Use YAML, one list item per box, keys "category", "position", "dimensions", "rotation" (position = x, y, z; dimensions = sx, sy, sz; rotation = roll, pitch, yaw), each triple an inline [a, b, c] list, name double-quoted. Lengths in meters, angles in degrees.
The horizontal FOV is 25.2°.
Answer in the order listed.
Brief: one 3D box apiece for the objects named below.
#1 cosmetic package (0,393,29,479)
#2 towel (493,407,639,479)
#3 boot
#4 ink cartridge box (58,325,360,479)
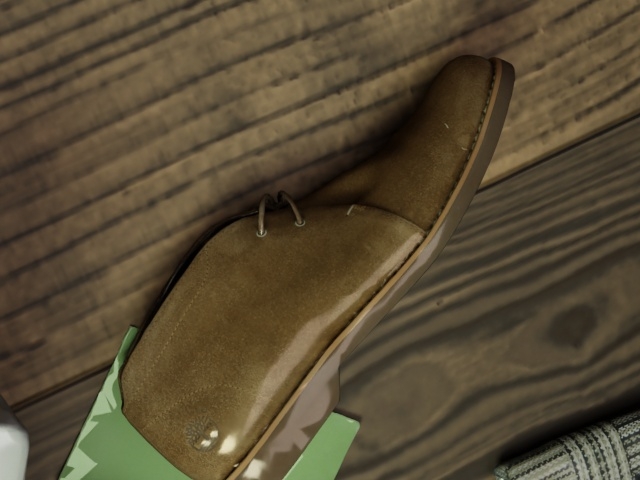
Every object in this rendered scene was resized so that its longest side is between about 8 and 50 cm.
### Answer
- category: "cosmetic package"
  position: [-0.262, 0.274, 0.694]
  dimensions: [0.161, 0.230, 0.453]
  rotation: [6, 98, -23]
- category: "towel"
  position: [0.286, 0.254, 1.000]
  dimensions: [0.312, 0.056, 0.324]
  rotation: [-17, 106, -18]
- category: "boot"
  position: [0.000, 0.000, 0.821]
  dimensions: [0.115, 0.112, 0.305]
  rotation: [36, 81, -3]
- category: "ink cartridge box"
  position: [-0.085, 0.192, 0.845]
  dimensions: [0.171, 0.056, 0.235]
  rotation: [26, 92, -23]
